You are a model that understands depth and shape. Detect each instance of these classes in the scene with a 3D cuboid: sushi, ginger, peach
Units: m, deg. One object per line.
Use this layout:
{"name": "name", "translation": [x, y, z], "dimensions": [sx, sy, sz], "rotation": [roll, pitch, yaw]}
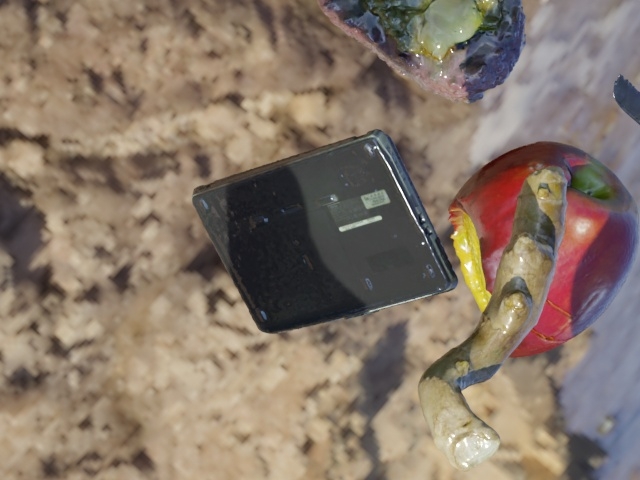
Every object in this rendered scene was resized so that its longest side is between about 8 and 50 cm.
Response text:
{"name": "sushi", "translation": [0.133, -0.277, 1.872], "dimensions": [0.161, 0.241, 0.107], "rotation": [-56, 169, -4]}
{"name": "ginger", "translation": [0.146, 0.053, 1.248], "dimensions": [0.089, 0.075, 0.288], "rotation": [104, 12, -54]}
{"name": "peach", "translation": [0.208, 0.016, 1.581], "dimensions": [0.226, 0.190, 0.196], "rotation": [-54, 172, 33]}

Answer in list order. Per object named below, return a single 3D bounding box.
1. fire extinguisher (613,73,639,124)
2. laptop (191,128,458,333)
{"name": "fire extinguisher", "translation": [0.376, -0.050, 1.134], "dimensions": [0.138, 0.344, 0.102], "rotation": [59, 51, -74]}
{"name": "laptop", "translation": [0.000, 0.000, 1.316], "dimensions": [0.207, 0.154, 0.026], "rotation": [-15, -163, 36]}
